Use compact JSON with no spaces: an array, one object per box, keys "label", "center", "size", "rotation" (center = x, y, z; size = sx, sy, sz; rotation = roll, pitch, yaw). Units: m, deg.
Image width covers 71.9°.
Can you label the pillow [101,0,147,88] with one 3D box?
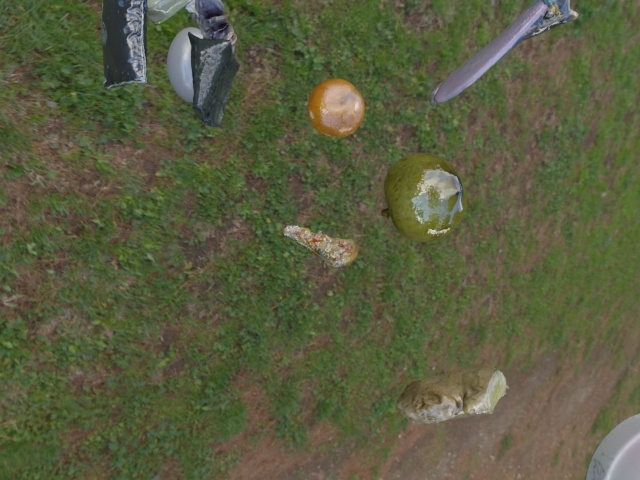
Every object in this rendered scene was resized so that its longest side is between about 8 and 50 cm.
[{"label":"pillow","center":[-0.307,-0.349,0.695],"size":[0.055,0.141,0.208],"rotation":[-3,102,-46]}]

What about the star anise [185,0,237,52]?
[{"label":"star anise","center":[-0.292,-0.583,1.193],"size":[0.093,0.236,0.229],"rotation":[-27,158,-7]}]

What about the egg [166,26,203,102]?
[{"label":"egg","center":[-0.419,-0.581,1.469],"size":[0.176,0.176,0.231],"rotation":[-14,122,-38]}]

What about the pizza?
[{"label":"pizza","center":[0.000,0.000,1.086],"size":[0.185,0.195,0.052],"rotation":[-50,159,-73]}]

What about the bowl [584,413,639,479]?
[{"label":"bowl","center":[0.613,0.443,0.723],"size":[0.287,0.144,0.286],"rotation":[0,90,-3]}]

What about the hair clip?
[{"label":"hair clip","center":[0.383,-0.412,0.973],"size":[0.096,0.359,0.110],"rotation":[11,57,-46]}]

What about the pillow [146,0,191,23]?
[{"label":"pillow","center":[-0.256,-0.583,0.839],"size":[0.322,0.255,0.120],"rotation":[-38,159,1]}]

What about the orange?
[{"label":"orange","center":[0.063,-0.528,1.775],"size":[0.240,0.240,0.171],"rotation":[-58,173,-10]}]

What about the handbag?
[{"label":"handbag","center":[-0.242,-0.345,0.986],"size":[0.089,0.270,0.175],"rotation":[8,96,-5]}]

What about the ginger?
[{"label":"ginger","center":[0.189,0.248,0.701],"size":[0.138,0.213,0.074],"rotation":[-1,73,-43]}]

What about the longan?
[{"label":"longan","center":[0.177,-0.074,0.796],"size":[0.145,0.176,0.154],"rotation":[27,63,-39]}]
